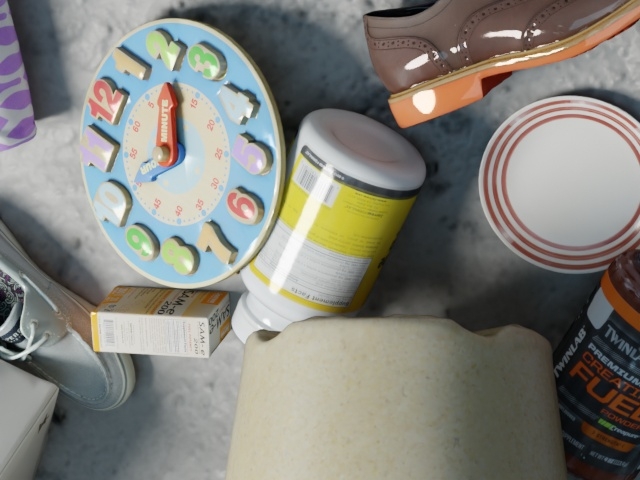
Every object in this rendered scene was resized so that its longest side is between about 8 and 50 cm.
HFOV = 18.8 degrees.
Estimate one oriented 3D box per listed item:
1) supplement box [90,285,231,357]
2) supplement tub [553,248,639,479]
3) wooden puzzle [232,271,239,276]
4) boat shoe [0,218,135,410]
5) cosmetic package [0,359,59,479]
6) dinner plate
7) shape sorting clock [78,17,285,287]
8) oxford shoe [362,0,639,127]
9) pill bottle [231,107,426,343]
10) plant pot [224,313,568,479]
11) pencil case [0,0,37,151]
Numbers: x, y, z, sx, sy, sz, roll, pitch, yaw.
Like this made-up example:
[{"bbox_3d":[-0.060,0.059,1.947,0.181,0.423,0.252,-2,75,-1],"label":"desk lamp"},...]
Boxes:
[{"bbox_3d":[-0.127,0.064,1.551,0.098,0.062,0.036,2,110,13],"label":"supplement box"},{"bbox_3d":[0.236,0.080,1.439,0.106,0.106,0.198,29,115,2],"label":"supplement tub"},{"bbox_3d":[-0.089,-0.018,1.536,0.079,0.014,0.116,-6,109,16],"label":"wooden puzzle"},{"bbox_3d":[-0.247,0.061,1.570,0.079,0.081,0.227,-41,96,24],"label":"boat shoe"},{"bbox_3d":[-0.416,0.138,1.576,0.366,0.155,0.197,26,139,6],"label":"cosmetic package"},{"bbox_3d":[0.190,-0.043,1.453,0.141,0.017,0.141,5,112,13],"label":"dinner plate"},{"bbox_3d":[-0.110,-0.066,1.474,0.206,0.040,0.206,5,98,41],"label":"shape sorting clock"},{"bbox_3d":[0.152,-0.174,1.372,0.271,0.097,0.098,-24,97,22],"label":"oxford shoe"},{"bbox_3d":[0.000,0.000,1.471,0.103,0.103,0.184,27,115,3],"label":"pill bottle"},{"bbox_3d":[0.052,0.216,1.363,0.334,0.334,0.305,-3,79,15],"label":"plant pot"},{"bbox_3d":[-0.281,-0.164,1.494,0.088,0.086,0.206,9,115,49],"label":"pencil case"}]
